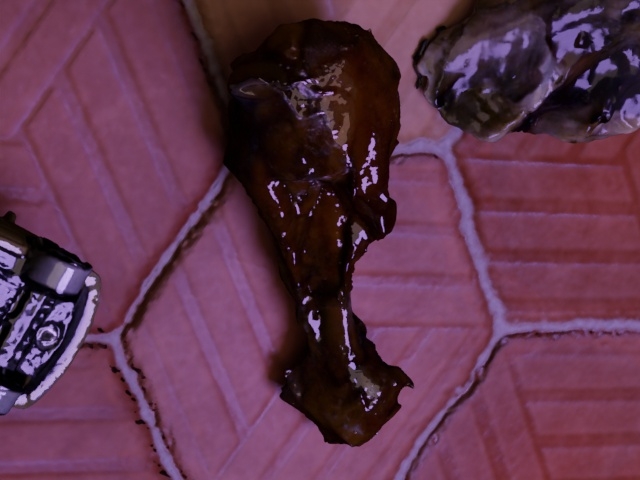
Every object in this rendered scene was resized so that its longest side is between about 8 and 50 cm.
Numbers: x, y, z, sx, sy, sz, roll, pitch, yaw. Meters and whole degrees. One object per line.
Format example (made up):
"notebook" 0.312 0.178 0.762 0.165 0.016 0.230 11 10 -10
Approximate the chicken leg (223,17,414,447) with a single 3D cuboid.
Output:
"chicken leg" 0.000 0.000 1.019 0.113 0.093 0.304 -7 119 -4

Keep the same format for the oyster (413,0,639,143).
"oyster" 0.211 -0.122 1.071 0.294 0.094 0.166 -19 122 -12

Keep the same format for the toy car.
"toy car" -0.250 0.002 0.879 0.257 0.124 0.101 28 94 -39
